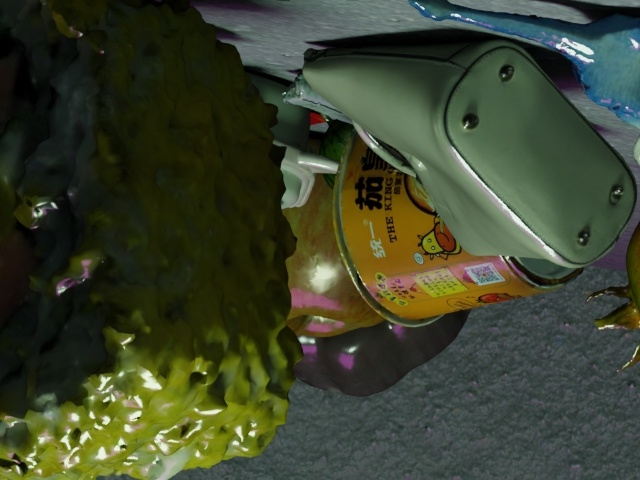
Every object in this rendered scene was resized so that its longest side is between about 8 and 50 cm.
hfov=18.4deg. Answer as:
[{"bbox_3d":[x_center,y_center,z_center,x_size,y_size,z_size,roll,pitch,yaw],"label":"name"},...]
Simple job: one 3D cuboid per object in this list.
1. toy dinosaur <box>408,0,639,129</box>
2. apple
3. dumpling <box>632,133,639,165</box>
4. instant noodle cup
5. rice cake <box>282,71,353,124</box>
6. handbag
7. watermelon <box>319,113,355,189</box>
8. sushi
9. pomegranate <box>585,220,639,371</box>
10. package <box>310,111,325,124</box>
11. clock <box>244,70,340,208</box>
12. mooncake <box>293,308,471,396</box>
[{"bbox_3d":[0.224,-0.106,1.304,0.329,0.076,0.144,14,-178,-28],"label":"toy dinosaur"},{"bbox_3d":[0.000,0.000,2.345,0.264,0.264,0.264,9,177,1],"label":"apple"},{"bbox_3d":[0.338,-0.057,1.553,0.151,0.124,0.229,-33,148,22],"label":"dumpling"},{"bbox_3d":[0.141,-0.031,1.822,0.172,0.216,0.215,-6,168,42],"label":"instant noodle cup"},{"bbox_3d":[0.037,-0.125,1.868,0.033,0.033,0.207,9,177,40],"label":"rice cake"},{"bbox_3d":[0.096,-0.065,1.596,0.241,0.109,0.315,47,160,-21],"label":"handbag"},{"bbox_3d":[0.043,-0.087,1.977,0.109,0.109,0.109,9,177,1],"label":"watermelon"},{"bbox_3d":[-0.214,-0.008,1.463,0.351,0.397,0.240,-17,165,31],"label":"sushi"},{"bbox_3d":[0.395,0.042,1.992,0.256,0.221,0.221,-22,169,12],"label":"pomegranate"},{"bbox_3d":[-0.096,-0.139,2.120,0.200,0.022,0.083,6,176,28],"label":"package"},{"bbox_3d":[-0.130,-0.105,1.936,0.324,0.109,0.265,5,169,40],"label":"clock"},{"bbox_3d":[0.054,0.044,2.550,0.306,0.306,0.154,8,157,22],"label":"mooncake"}]
